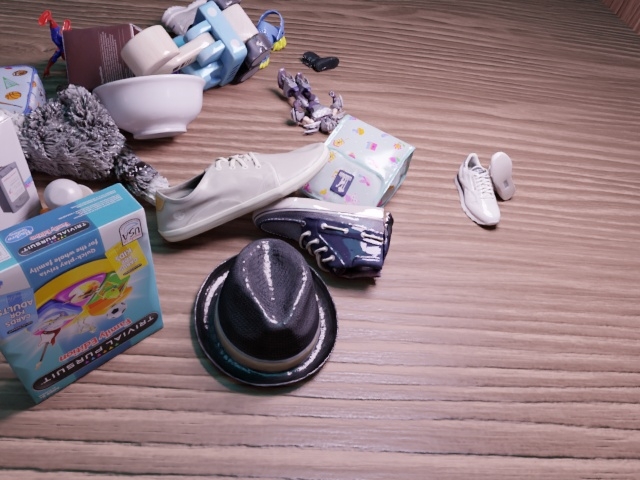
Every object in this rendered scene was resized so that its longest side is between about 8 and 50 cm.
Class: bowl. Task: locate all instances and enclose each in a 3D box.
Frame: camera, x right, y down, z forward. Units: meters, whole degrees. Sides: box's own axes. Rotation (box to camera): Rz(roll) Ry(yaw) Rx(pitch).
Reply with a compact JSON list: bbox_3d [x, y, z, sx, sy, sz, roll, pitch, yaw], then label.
[{"bbox_3d":[-0.453,-0.355,1.301,0.298,0.134,0.298,-8,10,1],"label":"bowl"}]

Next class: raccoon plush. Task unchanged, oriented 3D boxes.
[{"bbox_3d":[-0.609,-0.186,1.113,0.446,0.216,0.299,34,57,20],"label":"raccoon plush"}]

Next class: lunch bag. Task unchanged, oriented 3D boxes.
[{"bbox_3d":[-0.887,-0.357,1.275,0.243,0.114,0.303,-6,48,-14],"label":"lunch bag"},{"bbox_3d":[0.094,-0.178,1.270,0.223,0.160,0.262,31,63,14],"label":"lunch bag"}]

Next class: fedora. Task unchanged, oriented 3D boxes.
[{"bbox_3d":[-0.104,0.114,0.958,0.334,0.152,0.334,5,47,-6],"label":"fedora"}]

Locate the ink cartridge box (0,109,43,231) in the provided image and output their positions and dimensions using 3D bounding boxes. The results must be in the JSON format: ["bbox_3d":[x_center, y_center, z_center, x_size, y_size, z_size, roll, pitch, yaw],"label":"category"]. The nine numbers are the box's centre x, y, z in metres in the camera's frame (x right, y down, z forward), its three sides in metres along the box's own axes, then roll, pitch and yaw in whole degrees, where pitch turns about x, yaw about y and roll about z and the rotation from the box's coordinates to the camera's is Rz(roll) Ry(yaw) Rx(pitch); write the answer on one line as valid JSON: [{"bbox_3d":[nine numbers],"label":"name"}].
[{"bbox_3d":[-0.719,-0.130,0.959,0.226,0.306,0.131,21,47,9],"label":"ink cartridge box"}]

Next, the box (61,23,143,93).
[{"bbox_3d":[-0.588,-0.505,1.360,0.203,0.166,0.168,-3,9,5],"label":"box"}]

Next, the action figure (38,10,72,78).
[{"bbox_3d":[-0.786,-0.556,1.427,0.092,0.280,0.139,24,83,-15],"label":"action figure"}]

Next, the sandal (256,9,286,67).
[{"bbox_3d":[-0.218,-0.747,1.752,0.126,0.138,0.317,19,48,4],"label":"sandal"}]

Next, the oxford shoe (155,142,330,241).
[{"bbox_3d":[-0.183,-0.145,1.115,0.450,0.130,0.169,-26,23,-11],"label":"oxford shoe"}]

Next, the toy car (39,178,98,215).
[{"bbox_3d":[-0.524,-0.050,1.048,0.182,0.159,0.136,21,85,-9],"label":"toy car"}]

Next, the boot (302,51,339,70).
[{"bbox_3d":[-0.002,-0.686,1.801,0.121,0.045,0.099,-28,55,-31],"label":"boot"}]

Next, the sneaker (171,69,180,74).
[{"bbox_3d":[-0.604,-0.583,1.514,0.294,0.146,0.102,2,47,-8],"label":"sneaker"}]

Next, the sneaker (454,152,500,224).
[{"bbox_3d":[0.450,-0.144,1.347,0.090,0.094,0.235,-2,49,-15],"label":"sneaker"}]

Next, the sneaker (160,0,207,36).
[{"bbox_3d":[-0.488,-0.846,1.840,0.115,0.105,0.281,52,46,-9],"label":"sneaker"}]

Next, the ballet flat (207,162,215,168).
[{"bbox_3d":[-0.181,-0.166,1.277,0.250,0.058,0.084,3,82,-1],"label":"ballet flat"}]

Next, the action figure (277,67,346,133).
[{"bbox_3d":[-0.033,-0.442,1.531,0.185,0.099,0.285,-18,56,-32],"label":"action figure"}]

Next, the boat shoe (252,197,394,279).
[{"bbox_3d":[0.000,0.000,1.113,0.341,0.127,0.158,3,63,6],"label":"boat shoe"}]

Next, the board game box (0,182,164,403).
[{"bbox_3d":[-0.405,0.097,0.788,0.254,0.336,0.079,-32,60,-33],"label":"board game box"}]

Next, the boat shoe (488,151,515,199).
[{"bbox_3d":[0.512,-0.192,1.359,0.066,0.184,0.063,-42,45,6],"label":"boat shoe"}]

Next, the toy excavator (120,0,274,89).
[{"bbox_3d":[-0.368,-0.552,1.404,0.445,0.433,0.222,-41,102,-19],"label":"toy excavator"}]
